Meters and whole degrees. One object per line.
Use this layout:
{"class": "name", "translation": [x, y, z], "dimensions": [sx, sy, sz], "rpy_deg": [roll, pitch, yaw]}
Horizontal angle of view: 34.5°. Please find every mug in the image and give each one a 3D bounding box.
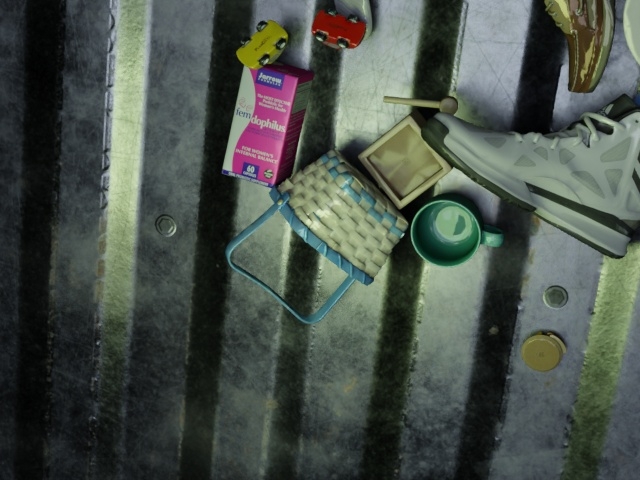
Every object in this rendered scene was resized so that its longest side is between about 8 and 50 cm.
{"class": "mug", "translation": [0.251, -0.015, 1.928], "dimensions": [0.157, 0.097, 0.129], "rpy_deg": [40, 110, 1]}

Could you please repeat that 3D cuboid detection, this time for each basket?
{"class": "basket", "translation": [0.000, 0.000, 1.923], "dimensions": [0.289, 0.201, 0.255], "rpy_deg": [-46, 125, 4]}

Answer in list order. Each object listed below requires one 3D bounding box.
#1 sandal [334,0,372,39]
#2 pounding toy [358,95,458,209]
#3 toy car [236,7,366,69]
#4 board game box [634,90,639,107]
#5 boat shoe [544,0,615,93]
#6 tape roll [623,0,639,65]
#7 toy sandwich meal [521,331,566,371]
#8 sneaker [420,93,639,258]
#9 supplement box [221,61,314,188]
{"class": "sandal", "translation": [0.060, -0.498, 1.865], "dimensions": [0.102, 0.076, 0.265], "rpy_deg": [20, 134, 39]}
{"class": "pounding toy", "translation": [0.176, -0.196, 1.900], "dimensions": [0.206, 0.094, 0.181], "rpy_deg": [-38, 93, 21]}
{"class": "toy car", "translation": [-0.048, -0.428, 1.892], "dimensions": [0.239, 0.053, 0.225], "rpy_deg": [-12, 75, 3]}
{"class": "board game box", "translation": [0.631, -0.219, 1.802], "dimensions": [0.133, 0.033, 0.169], "rpy_deg": [-27, 103, 38]}
{"class": "boat shoe", "translation": [0.438, -0.415, 1.743], "dimensions": [0.119, 0.122, 0.324], "rpy_deg": [4, 111, 6]}
{"class": "tape roll", "translation": [0.626, -0.380, 1.663], "dimensions": [0.246, 0.169, 0.246], "rpy_deg": [11, 120, 20]}
{"class": "toy sandwich meal", "translation": [0.428, 0.212, 1.980], "dimensions": [0.085, 0.029, 0.086], "rpy_deg": [6, 110, 16]}
{"class": "sneaker", "translation": [0.406, -0.173, 1.793], "dimensions": [0.447, 0.169, 0.258], "rpy_deg": [26, 100, -17]}
{"class": "supplement box", "translation": [-0.100, -0.224, 1.959], "dimensions": [0.111, 0.114, 0.220], "rpy_deg": [17, 107, 12]}
